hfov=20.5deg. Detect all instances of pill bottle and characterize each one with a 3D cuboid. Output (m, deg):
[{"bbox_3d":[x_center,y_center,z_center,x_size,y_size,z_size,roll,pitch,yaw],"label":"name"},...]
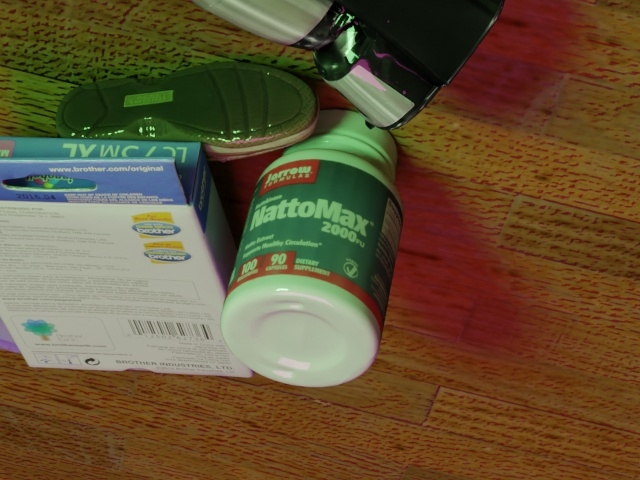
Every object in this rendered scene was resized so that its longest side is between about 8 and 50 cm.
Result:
[{"bbox_3d":[0.000,0.000,1.213,0.108,0.180,0.108,7,139,6],"label":"pill bottle"}]

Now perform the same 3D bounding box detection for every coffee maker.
[{"bbox_3d":[0.020,-0.173,1.048,0.178,0.120,0.171,30,127,-26],"label":"coffee maker"}]

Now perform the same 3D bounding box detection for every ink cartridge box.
[{"bbox_3d":[-0.158,0.005,1.274,0.186,0.065,0.311,2,152,9],"label":"ink cartridge box"}]

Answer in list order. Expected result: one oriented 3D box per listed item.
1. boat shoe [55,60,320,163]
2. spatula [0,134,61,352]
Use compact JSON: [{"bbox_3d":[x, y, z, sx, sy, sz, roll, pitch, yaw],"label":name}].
[{"bbox_3d":[-0.086,-0.081,1.240,0.190,0.068,0.072,1,152,19],"label":"boat shoe"},{"bbox_3d":[-0.215,-0.005,1.379,0.084,0.030,0.296,19,139,-10],"label":"spatula"}]
